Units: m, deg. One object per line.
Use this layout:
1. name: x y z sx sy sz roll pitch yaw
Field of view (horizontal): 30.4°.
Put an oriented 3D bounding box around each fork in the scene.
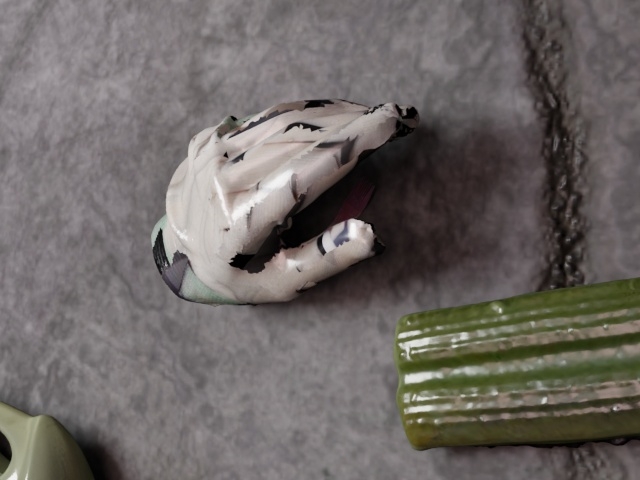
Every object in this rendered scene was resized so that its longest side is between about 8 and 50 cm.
1. fork: 0.001 0.000 0.827 0.115 0.012 0.016 -51 61 21

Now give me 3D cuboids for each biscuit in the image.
1. biscuit: 0.191 0.070 0.701 0.323 0.038 0.099 -10 78 28

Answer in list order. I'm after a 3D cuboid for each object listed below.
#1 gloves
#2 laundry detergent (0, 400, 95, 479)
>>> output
1. gloves: -0.029 -0.033 0.782 0.212 0.111 0.127 -44 35 44
2. laundry detergent: -0.256 0.213 0.900 0.253 0.091 0.181 12 86 29
